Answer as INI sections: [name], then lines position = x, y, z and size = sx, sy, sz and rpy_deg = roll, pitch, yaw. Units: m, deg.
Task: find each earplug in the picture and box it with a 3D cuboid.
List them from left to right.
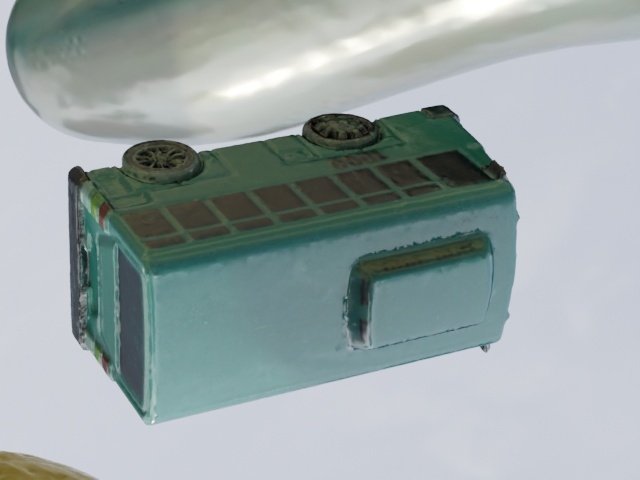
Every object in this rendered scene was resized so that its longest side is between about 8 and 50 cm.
[earplug]
position = -0.006, -0.132, 0.926
size = 0.324, 0.185, 0.185
rpy_deg = -19, -145, 16

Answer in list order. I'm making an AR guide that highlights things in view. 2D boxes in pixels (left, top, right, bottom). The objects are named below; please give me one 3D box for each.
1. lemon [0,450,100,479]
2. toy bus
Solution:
[lemon]
position = -0.198, 0.251, 1.245
size = 0.233, 0.288, 0.233
rpy_deg = -32, -137, 35
[toy bus]
position = -0.005, 0.007, 0.723
size = 0.160, 0.079, 0.092
rpy_deg = -12, -148, -24
